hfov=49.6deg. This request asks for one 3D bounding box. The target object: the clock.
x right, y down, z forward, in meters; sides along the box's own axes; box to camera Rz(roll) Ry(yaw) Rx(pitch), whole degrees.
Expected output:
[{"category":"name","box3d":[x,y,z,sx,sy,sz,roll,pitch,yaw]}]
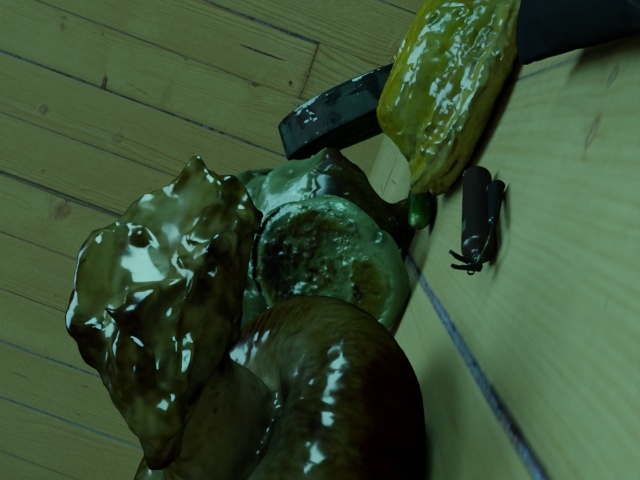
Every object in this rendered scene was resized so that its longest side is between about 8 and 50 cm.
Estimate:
[{"category":"clock","box3d":[0.078,-0.226,1.212,0.319,0.319,0.066,130,118,-87]}]

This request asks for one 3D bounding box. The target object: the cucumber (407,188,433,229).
[{"category":"cucumber","box3d":[0.144,-0.054,0.991,0.155,0.037,0.037,-75,6,-65]}]

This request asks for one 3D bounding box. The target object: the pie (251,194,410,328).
[{"category":"pie","box3d":[0.005,0.049,0.956,0.054,0.241,0.240,-27,-37,-57]}]

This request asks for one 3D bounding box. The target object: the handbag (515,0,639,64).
[{"category":"handbag","box3d":[0.189,-0.218,0.420,0.254,0.089,0.210,-79,4,-79]}]

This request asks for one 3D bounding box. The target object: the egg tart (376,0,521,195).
[{"category":"egg tart","box3d":[0.158,-0.215,0.888,0.319,0.128,0.318,-159,90,-87]}]

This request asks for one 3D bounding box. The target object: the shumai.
[{"category":"shumai","box3d":[0.000,0.000,1.154,0.323,0.324,0.397,-41,43,50]}]

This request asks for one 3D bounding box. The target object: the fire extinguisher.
[{"category":"fire extinguisher","box3d":[0.145,-0.024,0.614,0.049,0.035,0.173,-26,23,26]}]

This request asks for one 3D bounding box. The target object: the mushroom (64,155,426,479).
[{"category":"mushroom","box3d":[-0.083,0.179,0.540,0.334,0.356,0.330,-26,50,43]}]
